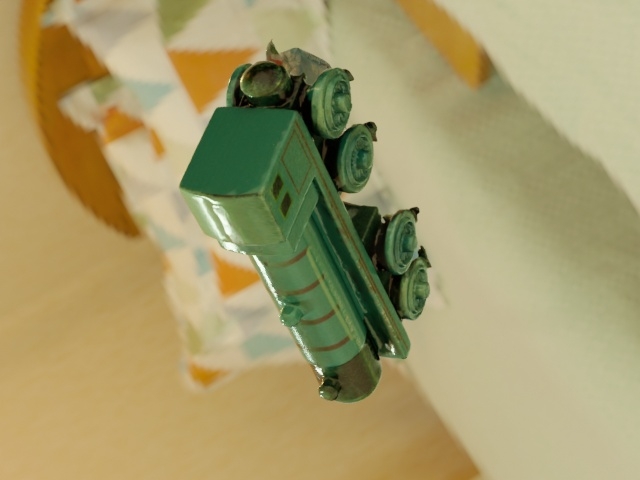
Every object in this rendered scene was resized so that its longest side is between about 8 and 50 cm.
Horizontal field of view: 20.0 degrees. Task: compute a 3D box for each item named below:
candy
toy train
[{"bbox_3d":[-0.006,-0.074,0.885,0.083,0.020,0.030,22,-125,-62],"label":"candy"},{"bbox_3d":[0.000,0.000,0.395,0.029,0.045,0.092,6,144,27],"label":"toy train"}]
